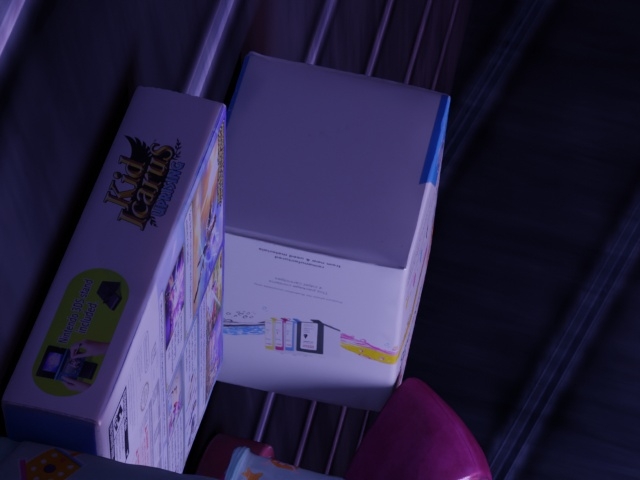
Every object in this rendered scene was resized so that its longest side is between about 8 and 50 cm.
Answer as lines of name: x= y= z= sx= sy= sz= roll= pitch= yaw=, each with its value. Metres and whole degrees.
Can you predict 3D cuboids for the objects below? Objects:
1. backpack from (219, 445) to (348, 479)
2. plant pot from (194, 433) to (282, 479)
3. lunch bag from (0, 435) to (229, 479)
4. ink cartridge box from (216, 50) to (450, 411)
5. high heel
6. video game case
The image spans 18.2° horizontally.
backpack: x=-0.067 y=0.279 z=1.430 sx=0.225 sy=0.191 sz=0.253 roll=97 pitch=15 yaw=-58
plant pot: x=-0.031 y=0.291 z=1.800 sx=0.201 sy=0.180 sz=0.201 roll=13 pitch=90 yaw=-82
lunch bag: x=-0.090 y=0.256 z=1.063 sx=0.160 sy=0.223 sz=0.262 roll=-69 pitch=166 yaw=-56
ink cartridge box: x=0.000 y=0.000 z=1.589 sx=0.232 sy=0.168 sz=0.171 roll=92 pitch=11 yaw=-58
high heel: x=0.009 y=0.275 z=1.669 sx=0.127 sy=0.377 sz=0.181 roll=5 pitch=55 yaw=-51
video game case: x=-0.118 y=0.085 z=1.222 sx=0.269 sy=0.061 sz=0.244 roll=94 pitch=12 yaw=-50
